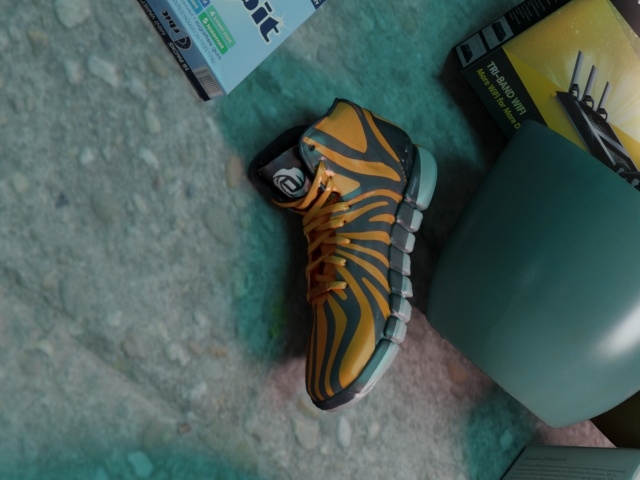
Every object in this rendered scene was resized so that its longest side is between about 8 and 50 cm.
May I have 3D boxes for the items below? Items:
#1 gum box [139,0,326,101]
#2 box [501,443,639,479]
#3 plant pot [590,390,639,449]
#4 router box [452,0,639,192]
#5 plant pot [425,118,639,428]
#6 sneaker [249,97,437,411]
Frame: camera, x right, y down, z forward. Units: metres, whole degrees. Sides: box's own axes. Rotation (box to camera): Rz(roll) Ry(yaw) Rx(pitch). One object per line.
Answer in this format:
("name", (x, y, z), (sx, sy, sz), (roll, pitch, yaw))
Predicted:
("gum box", (-0.090, -0.253, 1.370), (0.184, 0.041, 0.157), (-48, 115, -36))
("box", (0.308, 0.334, 1.560), (0.119, 0.182, 0.181), (-45, 114, -34))
("plant pot", (0.423, 0.181, 1.618), (0.237, 0.254, 0.237), (-2, 95, -27))
("router box", (0.337, -0.159, 1.617), (0.309, 0.243, 0.081), (51, 15, -25))
("plant pot", (0.254, 0.055, 1.481), (0.293, 0.293, 0.235), (39, 92, -32))
("sneaker", (0.000, 0.000, 1.381), (0.180, 0.124, 0.321), (34, 52, -30))
